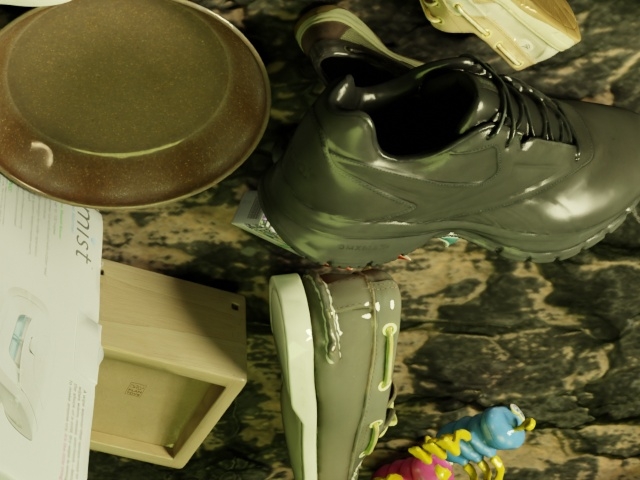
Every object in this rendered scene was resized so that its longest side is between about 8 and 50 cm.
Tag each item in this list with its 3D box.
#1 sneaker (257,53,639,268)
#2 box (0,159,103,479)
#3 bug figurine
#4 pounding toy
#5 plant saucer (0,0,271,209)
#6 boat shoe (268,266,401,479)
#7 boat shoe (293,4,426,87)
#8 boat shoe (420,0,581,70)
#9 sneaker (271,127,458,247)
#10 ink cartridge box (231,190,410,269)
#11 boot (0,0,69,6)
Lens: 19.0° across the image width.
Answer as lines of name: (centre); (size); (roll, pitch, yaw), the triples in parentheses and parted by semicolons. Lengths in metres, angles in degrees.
sneaker: (0.107, -0.057, 1.219); (0.286, 0.109, 0.130); (-9, 144, -29)
box: (-0.261, 0.044, 1.249); (0.127, 0.262, 0.231); (-24, 137, 25)
bug figurine: (0.153, 0.226, 1.613); (0.216, 0.072, 0.279); (-20, 130, 40)
pounding toy: (-0.185, 0.096, 1.445); (0.206, 0.094, 0.181); (16, 136, -21)
plant saucer: (-0.132, -0.099, 1.252); (0.198, 0.036, 0.198); (-4, 139, -4)
boat shoe: (0.016, 0.121, 1.476); (0.091, 0.109, 0.305); (-11, 147, -6)
boat shoe: (0.041, -0.097, 1.260); (0.152, 0.049, 0.056); (29, 129, -34)
boat shoe: (0.090, -0.153, 1.184); (0.059, 0.063, 0.170); (-38, 130, 27)
sneaker: (0.037, -0.029, 1.336); (0.161, 0.057, 0.075); (10, 135, -18)
ink cartridge box: (0.000, 0.000, 1.356); (0.115, 0.029, 0.063); (26, 173, -20)
boot: (-0.232, -0.187, 1.132); (0.190, 0.069, 0.086); (-4, 134, -11)
